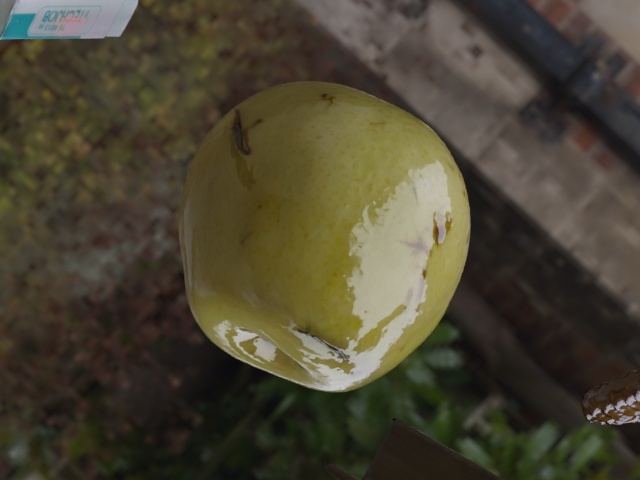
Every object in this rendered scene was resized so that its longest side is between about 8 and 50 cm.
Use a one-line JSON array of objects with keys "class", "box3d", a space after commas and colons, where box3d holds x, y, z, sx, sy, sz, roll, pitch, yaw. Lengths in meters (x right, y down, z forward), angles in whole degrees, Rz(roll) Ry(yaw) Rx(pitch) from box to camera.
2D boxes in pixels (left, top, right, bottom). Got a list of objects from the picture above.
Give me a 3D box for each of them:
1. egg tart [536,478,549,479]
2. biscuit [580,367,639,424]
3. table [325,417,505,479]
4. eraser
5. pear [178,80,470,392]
[{"class": "egg tart", "box3d": [0.204, 0.292, 1.831, 0.130, 0.052, 0.130, -40, -151, 29]}, {"class": "biscuit", "box3d": [0.262, 0.089, 1.259, 0.188, 0.027, 0.188, -14, 168, -3]}, {"class": "table", "box3d": [0.117, 0.260, 1.677, 0.167, 0.226, 0.167, -30, 133, -38]}, {"class": "eraser", "box3d": [-0.273, -0.239, 1.854, 0.052, 0.095, 0.225, -59, 163, 18]}, {"class": "pear", "box3d": [0.000, 0.000, 1.913, 0.309, 0.309, 0.309, -47, -179, 1]}]
